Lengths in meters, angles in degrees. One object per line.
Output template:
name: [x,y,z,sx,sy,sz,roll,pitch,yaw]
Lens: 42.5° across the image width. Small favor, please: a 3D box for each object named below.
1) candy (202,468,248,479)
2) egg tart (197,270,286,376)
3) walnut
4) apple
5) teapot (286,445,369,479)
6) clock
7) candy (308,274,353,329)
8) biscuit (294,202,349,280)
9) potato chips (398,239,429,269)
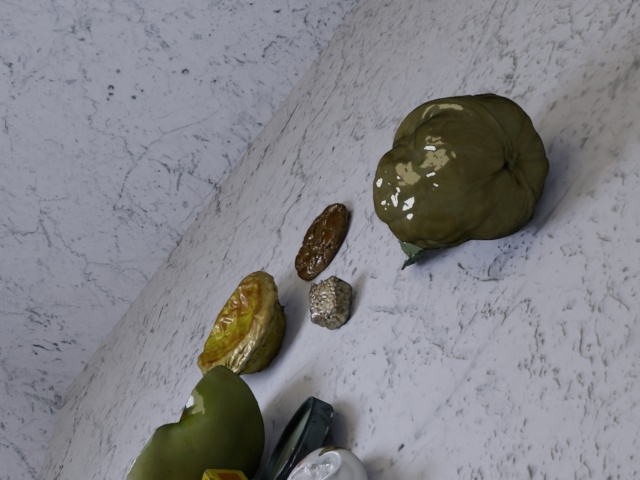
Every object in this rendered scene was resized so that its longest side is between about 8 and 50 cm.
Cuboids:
candy: [-0.192,0.589,1.555,0.146,0.088,0.276,25,102,57]
egg tart: [-0.184,0.235,2.113,0.341,0.132,0.341,-47,24,28]
walnut: [0.240,-0.115,1.420,0.277,0.253,0.282,-25,38,54]
apple: [-0.275,0.462,1.755,0.360,0.320,0.311,100,158,-47]
teapot: [-0.014,0.450,1.397,0.298,0.139,0.204,-45,27,33]
clock: [-0.051,0.409,1.602,0.226,0.049,0.226,-60,5,9]
candy: [0.022,0.138,1.837,0.095,0.085,0.110,-36,40,35]
biscuit: [0.000,0.000,2.145,0.226,0.042,0.226,-48,24,29]
potato chips: [0.209,-0.011,1.642,0.167,0.059,0.228,-46,18,16]
